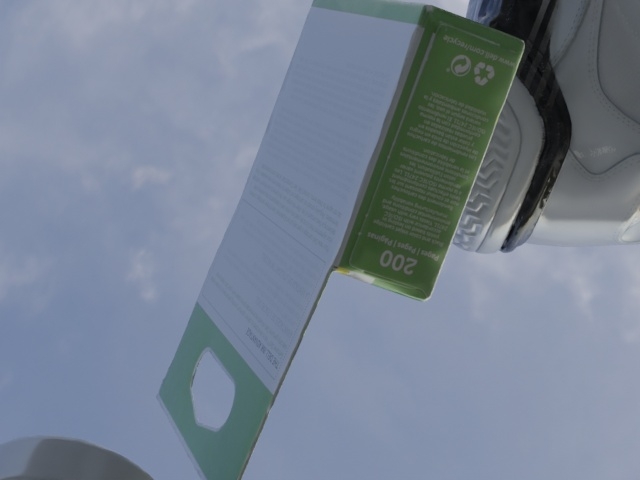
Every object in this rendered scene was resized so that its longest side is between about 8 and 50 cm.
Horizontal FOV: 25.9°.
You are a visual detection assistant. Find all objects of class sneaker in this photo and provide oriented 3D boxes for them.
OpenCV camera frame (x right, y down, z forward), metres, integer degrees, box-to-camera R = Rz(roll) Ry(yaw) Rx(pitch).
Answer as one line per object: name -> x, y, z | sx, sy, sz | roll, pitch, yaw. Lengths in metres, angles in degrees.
sneaker -> 0.197, -0.158, 0.787 | 0.210, 0.137, 0.365 | 10, -78, 1

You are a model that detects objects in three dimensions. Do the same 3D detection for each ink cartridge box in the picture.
ink cartridge box -> 0.000, 0.000, 0.663 | 0.056, 0.171, 0.235 | 18, -84, -20

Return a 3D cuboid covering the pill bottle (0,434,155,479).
pill bottle -> -0.134, 0.189, 0.569 | 0.119, 0.119, 0.208 | 27, -139, -9
